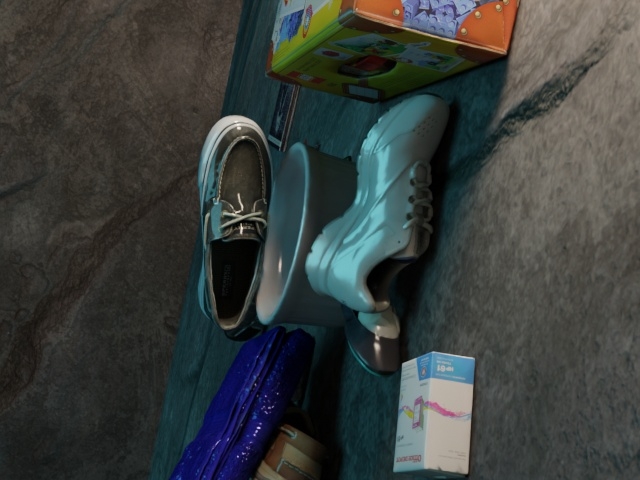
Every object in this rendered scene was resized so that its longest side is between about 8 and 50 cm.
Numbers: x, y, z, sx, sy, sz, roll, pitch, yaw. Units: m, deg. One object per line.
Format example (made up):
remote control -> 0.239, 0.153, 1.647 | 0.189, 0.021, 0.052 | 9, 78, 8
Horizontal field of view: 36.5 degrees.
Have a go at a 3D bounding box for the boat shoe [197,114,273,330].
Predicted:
boat shoe -> -0.123, -0.020, 1.498 | 0.119, 0.121, 0.335 | -139, 50, -65

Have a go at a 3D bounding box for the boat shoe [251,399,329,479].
boat shoe -> -0.053, 0.312, 1.510 | 0.116, 0.123, 0.324 | -56, 18, -2

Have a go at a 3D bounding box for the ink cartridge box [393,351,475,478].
ink cartridge box -> 0.120, 0.187, 1.025 | 0.088, 0.052, 0.123 | 138, 140, -67

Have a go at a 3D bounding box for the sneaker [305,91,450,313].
sneaker -> 0.098, -0.041, 1.224 | 0.129, 0.111, 0.297 | 33, 103, 42

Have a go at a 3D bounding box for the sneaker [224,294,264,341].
sneaker -> -0.136, 0.098, 2.059 | 0.229, 0.086, 0.132 | -61, 16, 24

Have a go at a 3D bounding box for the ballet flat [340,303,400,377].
ballet flat -> 0.066, 0.102, 1.269 | 0.203, 0.074, 0.074 | -110, 34, -68

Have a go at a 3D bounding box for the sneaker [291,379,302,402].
sneaker -> -0.045, 0.230, 1.663 | 0.134, 0.070, 0.051 | -49, 6, 0

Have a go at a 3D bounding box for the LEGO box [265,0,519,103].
LEGO box -> 0.095, -0.406, 1.287 | 0.500, 0.193, 0.373 | -175, 96, -76

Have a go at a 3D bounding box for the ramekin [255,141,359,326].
ramekin -> 0.000, 0.000, 1.467 | 0.277, 0.135, 0.277 | -169, 90, -76

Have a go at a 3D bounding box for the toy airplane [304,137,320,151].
toy airplane -> -0.035, -0.138, 1.923 | 0.151, 0.028, 0.151 | -170, 90, -75

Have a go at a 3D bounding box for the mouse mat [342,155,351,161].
mouse mat -> 0.015, -0.064, 1.722 | 0.189, 0.007, 0.153 | 162, 118, -75

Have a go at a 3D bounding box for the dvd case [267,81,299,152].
dvd case -> -0.079, -0.323, 2.262 | 0.164, 0.018, 0.221 | -137, 60, -72

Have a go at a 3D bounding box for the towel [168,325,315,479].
towel -> -0.137, 0.273, 1.477 | 0.227, 0.076, 0.308 | -24, 33, 58
